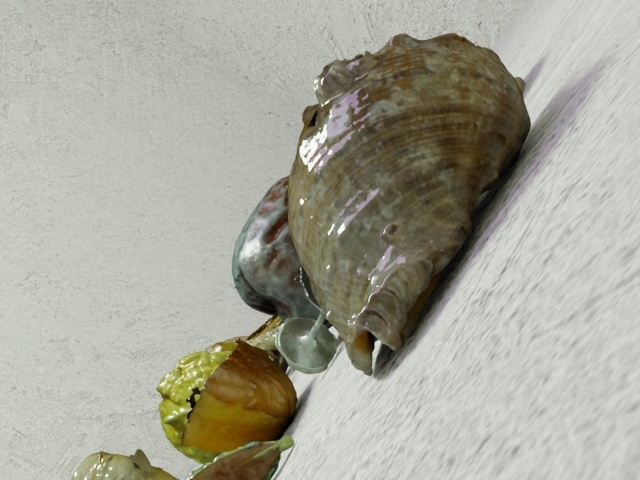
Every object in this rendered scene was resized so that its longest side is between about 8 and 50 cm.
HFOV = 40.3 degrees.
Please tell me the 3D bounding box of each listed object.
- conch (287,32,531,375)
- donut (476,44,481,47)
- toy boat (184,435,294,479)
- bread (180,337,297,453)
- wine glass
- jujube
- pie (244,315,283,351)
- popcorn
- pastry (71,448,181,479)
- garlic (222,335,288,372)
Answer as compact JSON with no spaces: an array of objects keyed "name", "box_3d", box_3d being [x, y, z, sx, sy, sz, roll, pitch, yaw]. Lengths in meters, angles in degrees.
[{"name":"conch","box_3d":[0.056,-0.043,0.872,0.352,0.210,0.297,-53,-16,-32]},{"name":"donut","box_3d":[0.186,-0.151,1.280,0.272,0.107,0.272,-54,5,7]},{"name":"toy boat","box_3d":[-0.149,0.334,1.017,0.293,0.108,0.099,-50,-31,4]},{"name":"bread","box_3d":[-0.104,0.236,1.262,0.260,0.134,0.129,-21,-45,-81]},{"name":"wine glass","box_3d":[0.007,0.100,1.198,0.122,0.122,0.183,-55,-5,-38]},{"name":"jujube","box_3d":[0.008,0.005,1.403,0.308,0.215,0.246,-53,-33,-27]},{"name":"pie","box_3d":[-0.053,0.165,1.899,0.274,0.055,0.274,-35,6,4]},{"name":"popcorn","box_3d":[-0.197,0.317,1.689,0.251,0.206,0.236,18,-89,-72]},{"name":"pastry","box_3d":[-0.308,0.440,1.486,0.120,0.236,0.257,-65,6,-28]},{"name":"garlic","box_3d":[-0.173,0.319,1.958,0.214,0.191,0.160,-80,-3,-63]}]
